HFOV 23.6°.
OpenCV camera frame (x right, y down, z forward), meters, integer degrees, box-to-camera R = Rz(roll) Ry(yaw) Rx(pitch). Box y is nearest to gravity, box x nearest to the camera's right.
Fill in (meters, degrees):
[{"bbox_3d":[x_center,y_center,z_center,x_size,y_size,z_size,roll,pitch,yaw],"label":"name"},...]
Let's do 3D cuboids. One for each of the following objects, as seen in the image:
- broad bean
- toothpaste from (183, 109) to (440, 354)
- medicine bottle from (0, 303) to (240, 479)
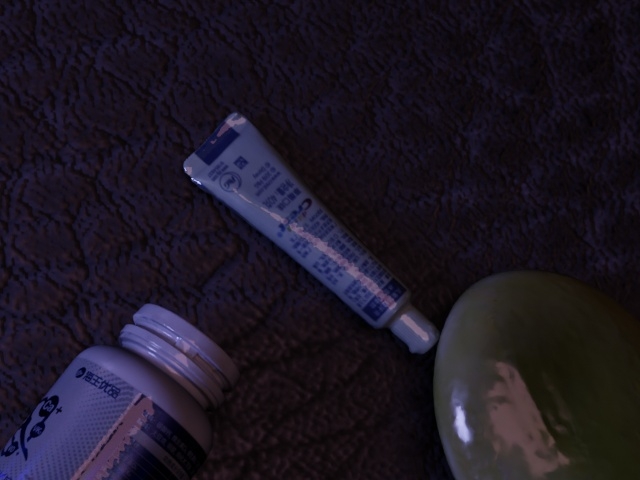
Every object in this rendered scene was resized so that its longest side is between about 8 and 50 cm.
[{"bbox_3d":[0.178,0.138,1.038,0.189,0.121,0.263,-17,80,-21],"label":"broad bean"},{"bbox_3d":[0.000,0.000,1.069,0.216,0.037,0.062,42,72,2],"label":"toothpaste"},{"bbox_3d":[-0.138,0.138,0.965,0.107,0.107,0.191,38,72,-3],"label":"medicine bottle"}]
